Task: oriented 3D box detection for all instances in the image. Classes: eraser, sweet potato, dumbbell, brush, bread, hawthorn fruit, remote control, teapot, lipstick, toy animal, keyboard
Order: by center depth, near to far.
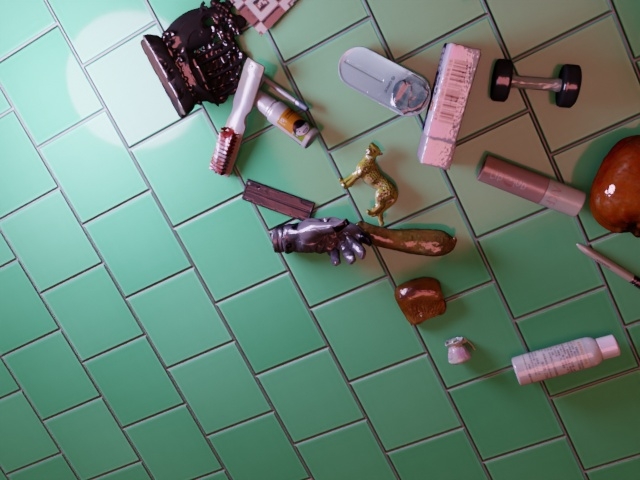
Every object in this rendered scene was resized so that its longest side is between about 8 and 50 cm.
[{"bbox_3d":[0.748,-0.140,1.451,0.224,0.224,0.260,13,87,6],"label":"hawthorn fruit"},{"bbox_3d":[0.502,-0.369,1.477,0.191,0.100,0.100,8,107,8],"label":"dumbbell"},{"bbox_3d":[0.304,-0.322,1.513,0.086,0.130,0.287,14,106,2],"label":"eraser"},{"bbox_3d":[0.156,-0.388,1.537,0.247,0.052,0.104,33,103,13],"label":"remote control"},{"bbox_3d":[0.519,-0.135,1.556,0.254,0.070,0.070,22,108,3],"label":"lipstick"},{"bbox_3d":[0.779,0.086,1.597,0.299,0.039,0.042,34,105,3],"label":"brush"},{"bbox_3d":[-0.222,-0.310,1.623,0.060,0.050,0.321,33,118,19],"label":"brush"},{"bbox_3d":[0.144,-0.143,1.624,0.136,0.073,0.181,-41,92,11],"label":"toy animal"},{"bbox_3d":[0.217,-0.003,1.651,0.273,0.075,0.075,9,107,12],"label":"sweet potato"},{"bbox_3d":[0.273,0.166,1.703,0.129,0.044,0.126,-22,102,12],"label":"bread"},{"bbox_3d":[-0.115,-0.108,1.709,0.198,0.010,0.063,20,110,4],"label":"keyboard"},{"bbox_3d":[0.380,0.296,1.716,0.083,0.064,0.064,-21,95,-18],"label":"teapot"}]

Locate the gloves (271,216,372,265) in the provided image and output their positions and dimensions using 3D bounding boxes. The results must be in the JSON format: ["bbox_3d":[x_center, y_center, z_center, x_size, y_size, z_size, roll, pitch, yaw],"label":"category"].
[{"bbox_3d":[-0.002,-0.008,1.659,0.286,0.119,0.142,10,141,23],"label":"gloves"}]

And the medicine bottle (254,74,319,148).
[{"bbox_3d":[-0.097,-0.336,1.615,0.221,0.061,0.092,38,97,5],"label":"medicine bottle"}]

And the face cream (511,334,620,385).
[{"bbox_3d":[0.646,0.311,1.657,0.269,0.082,0.082,-19,102,15],"label":"face cream"}]

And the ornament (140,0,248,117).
[{"bbox_3d":[-0.292,-0.467,1.596,0.260,0.106,0.251,-28,103,-12],"label":"ornament"}]

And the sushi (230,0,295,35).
[{"bbox_3d":[-0.147,-0.745,1.495,0.343,0.064,0.359,-41,96,15],"label":"sushi"}]
